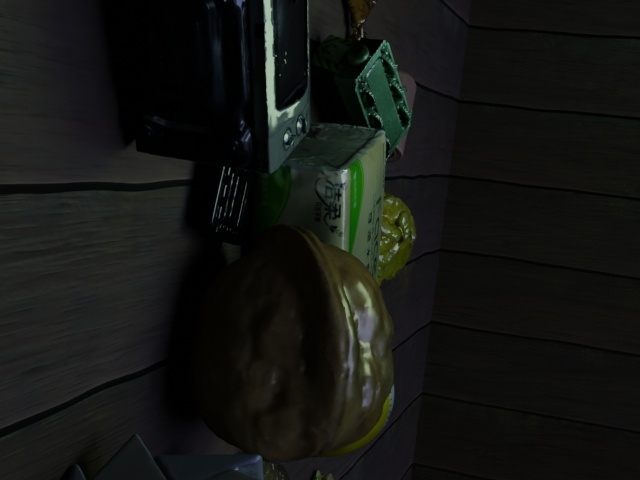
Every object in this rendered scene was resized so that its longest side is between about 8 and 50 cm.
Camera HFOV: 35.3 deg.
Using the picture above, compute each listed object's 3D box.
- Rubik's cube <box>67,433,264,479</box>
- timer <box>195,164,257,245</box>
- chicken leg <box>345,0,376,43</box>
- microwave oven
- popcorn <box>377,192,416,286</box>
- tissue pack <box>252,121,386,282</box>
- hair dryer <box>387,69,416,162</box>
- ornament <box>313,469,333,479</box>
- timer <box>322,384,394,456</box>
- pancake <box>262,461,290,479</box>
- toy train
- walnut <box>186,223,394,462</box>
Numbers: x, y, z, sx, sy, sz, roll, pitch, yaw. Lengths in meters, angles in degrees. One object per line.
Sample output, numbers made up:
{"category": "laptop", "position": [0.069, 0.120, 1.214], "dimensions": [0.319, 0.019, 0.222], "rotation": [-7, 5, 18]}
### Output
{"category": "Rubik's cube", "position": [-0.188, 0.469, 1.321], "dimensions": [0.387, 0.368, 0.358], "rotation": [-18, 127, -25]}
{"category": "timer", "position": [-0.158, -0.074, 1.677], "dimensions": [0.187, 0.055, 0.144], "rotation": [38, 64, -76]}
{"category": "chicken leg", "position": [0.088, -0.525, 2.247], "dimensions": [0.107, 0.087, 0.251], "rotation": [-32, 139, -42]}
{"category": "microwave oven", "position": [-0.137, -0.259, 1.322], "dimensions": [0.181, 0.238, 0.295], "rotation": [-58, 153, -53]}
{"category": "popcorn", "position": [0.111, -0.010, 2.426], "dimensions": [0.266, 0.192, 0.233], "rotation": [20, 94, -49]}
{"category": "tissue pack", "position": [0.000, 0.000, 1.971], "dimensions": [0.332, 0.205, 0.404], "rotation": [-54, 149, -65]}
{"category": "hair dryer", "position": [0.141, -0.356, 2.394], "dimensions": [0.352, 0.125, 0.210], "rotation": [64, 37, -64]}
{"category": "ornament", "position": [-0.005, 0.702, 2.560], "dimensions": [0.180, 0.059, 0.201], "rotation": [78, 24, -57]}
{"category": "timer", "position": [-0.005, 0.322, 2.043], "dimensions": [0.285, 0.285, 0.285], "rotation": [8, 90, -74]}
{"category": "pancake", "position": [-0.089, 0.598, 1.971], "dimensions": [0.387, 0.082, 0.386], "rotation": [-21, 90, -83]}
{"category": "toy train", "position": [0.083, -0.309, 2.155], "dimensions": [0.138, 0.178, 0.330], "rotation": [-55, 151, -17]}
{"category": "walnut", "position": [-0.043, 0.182, 1.694], "dimensions": [0.383, 0.384, 0.383], "rotation": [8, 90, -74]}
